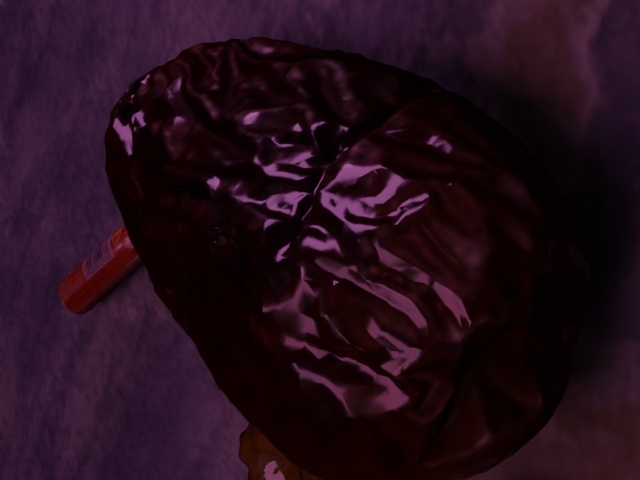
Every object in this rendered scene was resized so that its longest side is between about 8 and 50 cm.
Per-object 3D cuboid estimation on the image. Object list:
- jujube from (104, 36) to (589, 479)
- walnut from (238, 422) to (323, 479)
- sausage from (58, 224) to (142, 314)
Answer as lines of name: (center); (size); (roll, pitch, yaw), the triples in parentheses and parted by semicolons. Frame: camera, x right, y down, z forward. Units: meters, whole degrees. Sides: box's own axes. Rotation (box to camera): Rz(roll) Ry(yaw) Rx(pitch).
jujube: (0.000, 0.000, 0.844); (0.342, 0.216, 0.216); (38, 128, 41)
walnut: (0.009, 0.139, 0.966); (0.143, 0.069, 0.170); (36, 126, 36)
sausage: (-0.162, 0.017, 1.140); (0.129, 0.034, 0.034); (-38, 74, 47)
